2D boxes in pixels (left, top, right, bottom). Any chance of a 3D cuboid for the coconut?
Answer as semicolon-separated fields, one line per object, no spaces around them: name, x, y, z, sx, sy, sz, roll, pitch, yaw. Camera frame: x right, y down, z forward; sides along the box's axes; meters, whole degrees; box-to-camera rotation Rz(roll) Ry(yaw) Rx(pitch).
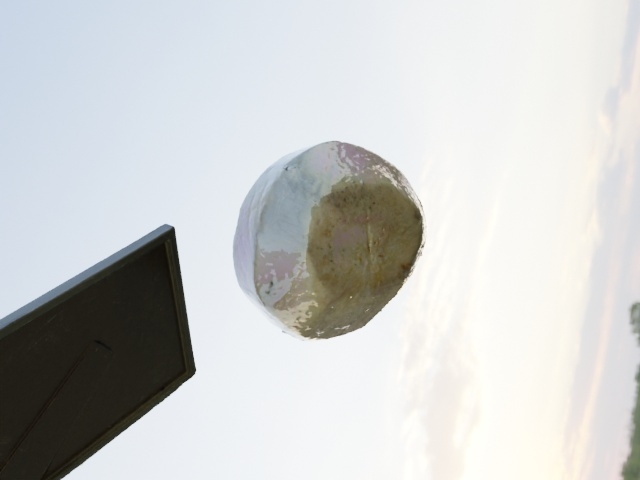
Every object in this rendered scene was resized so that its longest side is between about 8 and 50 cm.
coconut;0.000;0.000;0.923;0.197;0.237;0.237;31;-115;-23

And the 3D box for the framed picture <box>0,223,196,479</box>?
framed picture;-0.243;0.134;0.810;0.289;0.016;0.213;-37;-44;-41
